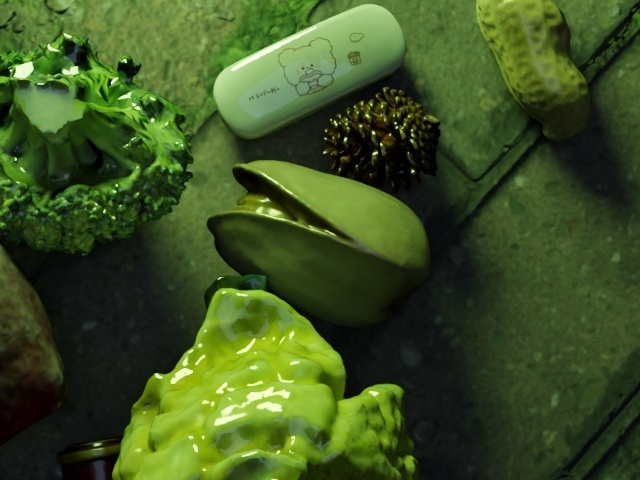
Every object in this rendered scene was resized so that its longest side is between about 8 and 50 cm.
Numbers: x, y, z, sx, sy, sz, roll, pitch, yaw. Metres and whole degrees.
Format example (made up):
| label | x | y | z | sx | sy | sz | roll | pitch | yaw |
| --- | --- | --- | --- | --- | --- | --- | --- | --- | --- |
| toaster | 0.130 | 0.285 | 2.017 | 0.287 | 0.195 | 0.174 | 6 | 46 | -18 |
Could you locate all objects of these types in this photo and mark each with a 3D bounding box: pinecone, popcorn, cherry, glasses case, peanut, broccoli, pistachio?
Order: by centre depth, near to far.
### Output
| label | x | y | z | sx | sy | sz | roll | pitch | yaw |
| --- | --- | --- | --- | --- | --- | --- | --- | --- | --- |
| popcorn | -0.036 | 0.216 | 1.054 | 0.292 | 0.237 | 0.293 | -4 | 102 | -19 |
| cherry | -0.353 | 0.078 | 1.075 | 0.300 | 0.203 | 0.230 | 27 | 75 | -10 |
| broccoli | -0.240 | -0.094 | 1.122 | 0.198 | 0.176 | 0.226 | -49 | 114 | -25 |
| pistachio | 0.000 | 0.000 | 1.156 | 0.206 | 0.131 | 0.130 | 23 | 74 | 3 |
| pinecone | 0.058 | -0.096 | 1.193 | 0.109 | 0.102 | 0.102 | 5 | 83 | 5 |
| glasses case | -0.010 | -0.161 | 1.212 | 0.193 | 0.049 | 0.074 | -26 | 86 | -9 |
| peanut | 0.210 | -0.180 | 1.226 | 0.080 | 0.080 | 0.175 | -25 | 90 | -8 |

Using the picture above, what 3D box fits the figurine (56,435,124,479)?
| label | x | y | z | sx | sy | sz | roll | pitch | yaw |
| --- | --- | --- | --- | --- | --- | --- | --- | --- | --- |
| figurine | -0.185 | 0.253 | 1.125 | 0.082 | 0.098 | 0.154 | -8 | 82 | -9 |
